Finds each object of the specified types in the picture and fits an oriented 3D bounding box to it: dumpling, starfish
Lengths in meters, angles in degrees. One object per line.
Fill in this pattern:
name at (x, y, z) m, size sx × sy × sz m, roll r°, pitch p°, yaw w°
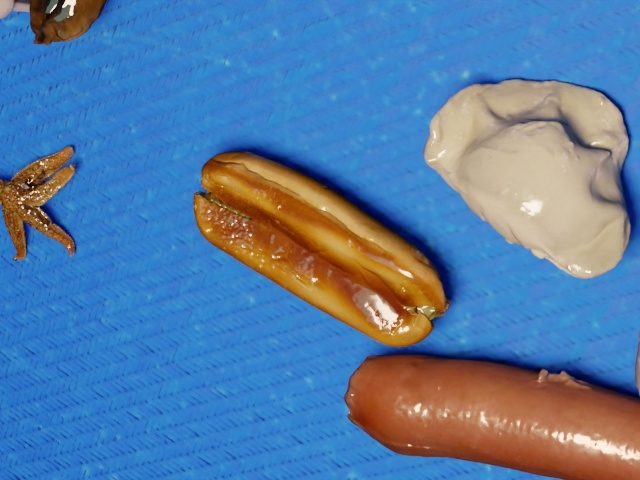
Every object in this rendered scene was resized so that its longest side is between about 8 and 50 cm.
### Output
dumpling at (0.181, -0.059, 1.242) m, size 0.134 × 0.100 × 0.169 m, roll -48°, pitch 55°, yaw -7°
starfish at (-0.287, -0.037, 1.482) m, size 0.130 × 0.041 × 0.133 m, roll 20°, pitch 112°, yaw 20°

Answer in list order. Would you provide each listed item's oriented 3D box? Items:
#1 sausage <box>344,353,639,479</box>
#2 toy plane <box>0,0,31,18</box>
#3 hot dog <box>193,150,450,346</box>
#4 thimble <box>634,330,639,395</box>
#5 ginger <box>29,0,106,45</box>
sausage at (0.219, 0.160, 1.278) m, size 0.418 × 0.094 × 0.094 m, roll 10°, pitch 79°, yaw 22°
toy plane at (-0.348, -0.285, 1.398) m, size 0.244 × 0.117 × 0.245 m, roll 3°, pitch 96°, yaw 28°
hot dog at (0.000, 0.000, 1.346) m, size 0.249 × 0.068 × 0.100 m, roll 31°, pitch 125°, yaw 17°
thimble at (0.302, 0.064, 1.176) m, size 0.127 × 0.151 × 0.118 m, roll 8°, pitch 111°, yaw 13°
ginger at (-0.141, -0.289, 1.313) m, size 0.309 × 0.107 × 0.133 m, roll -25°, pitch 117°, yaw 28°
